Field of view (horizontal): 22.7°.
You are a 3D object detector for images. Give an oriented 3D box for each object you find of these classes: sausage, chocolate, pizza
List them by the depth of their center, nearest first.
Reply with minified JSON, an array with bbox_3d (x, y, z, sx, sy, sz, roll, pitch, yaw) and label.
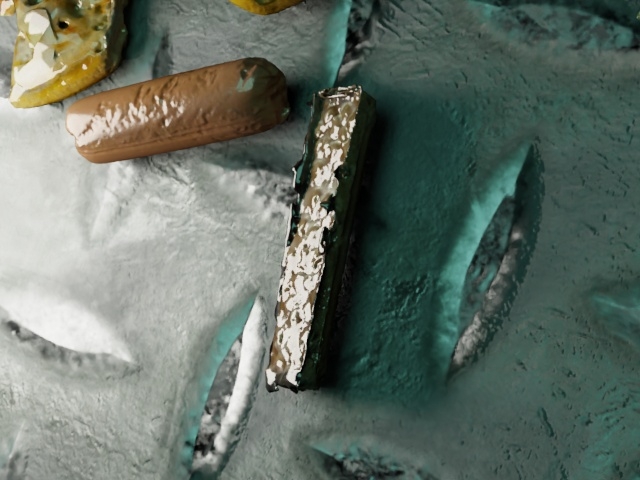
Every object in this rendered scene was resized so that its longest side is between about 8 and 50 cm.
[{"bbox_3d":[0.004,0.001,1.661,0.102,0.065,0.329,-2,77,65],"label":"chocolate"},{"bbox_3d":[-0.162,-0.143,1.785,0.289,0.086,0.086,-10,74,30],"label":"sausage"},{"bbox_3d":[-0.314,-0.313,1.928,0.189,0.071,0.297,-9,74,31],"label":"pizza"}]

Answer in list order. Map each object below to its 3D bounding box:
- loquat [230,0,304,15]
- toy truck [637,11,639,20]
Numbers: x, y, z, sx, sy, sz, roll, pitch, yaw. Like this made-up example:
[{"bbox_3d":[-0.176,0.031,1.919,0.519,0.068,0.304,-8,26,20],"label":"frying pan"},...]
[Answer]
[{"bbox_3d":[-0.051,-0.313,1.740,0.137,0.113,0.137,-29,44,33],"label":"loquat"},{"bbox_3d":[0.329,-0.241,1.510,0.077,0.076,0.111,-27,64,47],"label":"toy truck"}]
